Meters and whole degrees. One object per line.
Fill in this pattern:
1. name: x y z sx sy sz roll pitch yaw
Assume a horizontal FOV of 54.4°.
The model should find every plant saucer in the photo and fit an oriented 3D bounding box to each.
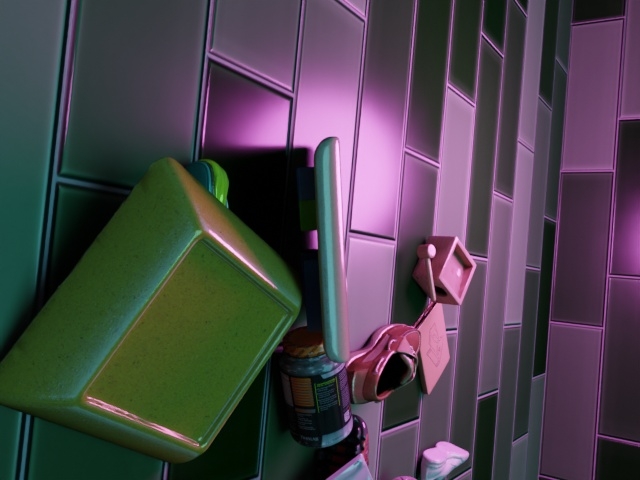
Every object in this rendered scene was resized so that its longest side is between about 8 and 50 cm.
1. plant saucer: -0.170 0.122 0.785 0.333 0.081 0.333 -56 139 -11

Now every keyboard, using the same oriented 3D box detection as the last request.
1. keyboard: -0.010 0.483 1.115 0.255 0.014 0.072 -28 110 -27

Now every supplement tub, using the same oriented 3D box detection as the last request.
1. supplement tub: -0.009 0.254 1.098 0.117 0.116 0.191 -28 117 -52

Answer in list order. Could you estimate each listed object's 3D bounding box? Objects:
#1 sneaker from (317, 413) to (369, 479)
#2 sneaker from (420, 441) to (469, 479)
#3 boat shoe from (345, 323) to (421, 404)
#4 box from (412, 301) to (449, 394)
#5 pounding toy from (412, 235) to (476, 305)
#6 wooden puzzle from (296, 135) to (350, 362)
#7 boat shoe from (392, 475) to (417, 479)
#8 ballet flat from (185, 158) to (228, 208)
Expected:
1. sneaker: 0.054 0.479 1.231 0.135 0.097 0.276 17 81 -55
2. sneaker: 0.327 0.609 1.689 0.212 0.080 0.094 10 96 -49
3. boat shoe: 0.148 0.271 1.332 0.324 0.119 0.123 -22 111 -54
4. box: 0.293 0.275 1.642 0.164 0.021 0.201 -41 125 -47
5. pounding toy: 0.277 0.073 1.545 0.206 0.094 0.181 48 59 -36
6. wooden puzzle: 0.000 0.000 1.025 0.348 0.080 0.323 -76 163 -83
7. boat shoe: 0.152 0.693 1.382 0.324 0.123 0.117 -53 148 -30
8. ballet flat: -0.165 0.001 0.886 0.077 0.077 0.231 22 73 -69
